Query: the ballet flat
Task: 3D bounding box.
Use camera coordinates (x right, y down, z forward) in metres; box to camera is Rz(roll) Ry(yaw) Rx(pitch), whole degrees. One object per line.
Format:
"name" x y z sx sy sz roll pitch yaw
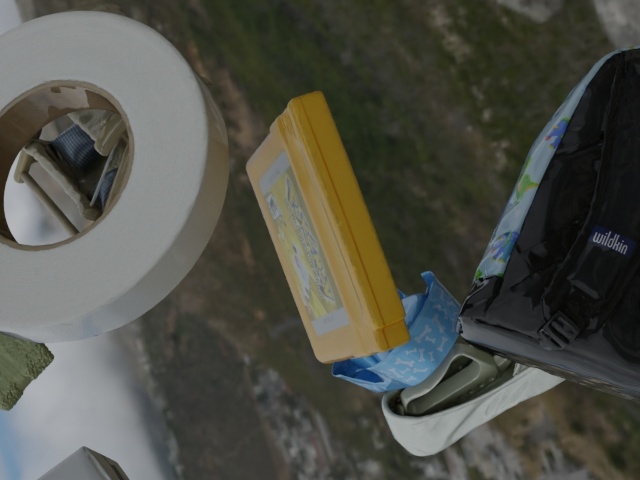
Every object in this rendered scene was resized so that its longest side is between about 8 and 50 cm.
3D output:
"ballet flat" 0.260 0.177 1.847 0.139 0.400 0.139 51 -167 -17

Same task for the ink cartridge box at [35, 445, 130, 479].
"ink cartridge box" -0.238 0.269 1.162 0.082 0.139 0.191 53 171 9

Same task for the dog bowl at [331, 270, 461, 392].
"dog bowl" 0.115 0.143 1.836 0.074 0.166 0.297 35 161 -9

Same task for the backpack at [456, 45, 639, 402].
"backpack" 0.315 -0.023 1.264 0.273 0.290 0.355 86 -159 -81

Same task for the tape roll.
"tape roll" -0.294 -0.076 1.427 0.392 0.392 0.072 69 -170 25

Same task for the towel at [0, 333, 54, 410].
"towel" -0.429 0.158 1.694 0.148 0.110 0.027 32 167 40

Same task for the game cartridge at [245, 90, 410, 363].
"game cartridge" 0.000 0.000 1.452 0.323 0.052 0.285 141 109 -77

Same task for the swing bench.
"swing bench" -0.281 -0.144 1.640 0.253 0.165 0.255 41 135 41
